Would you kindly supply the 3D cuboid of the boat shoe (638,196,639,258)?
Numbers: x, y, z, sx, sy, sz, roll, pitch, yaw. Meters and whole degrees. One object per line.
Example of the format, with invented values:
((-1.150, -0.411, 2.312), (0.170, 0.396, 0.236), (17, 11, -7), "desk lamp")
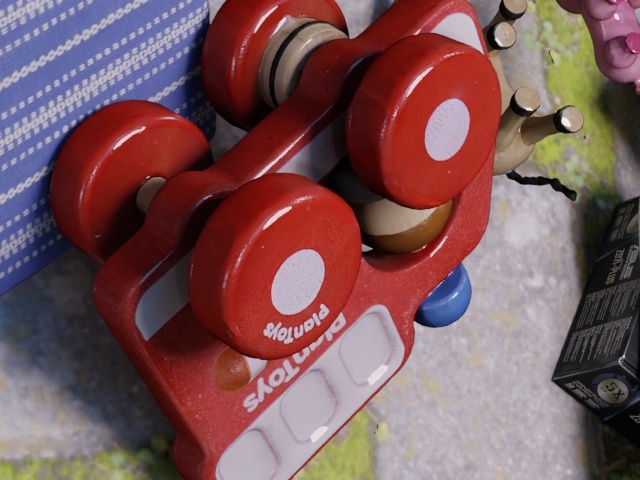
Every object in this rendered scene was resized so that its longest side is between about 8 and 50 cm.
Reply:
((0.312, 0.093, 1.069), (0.127, 0.113, 0.340), (11, 71, -31), "boat shoe")

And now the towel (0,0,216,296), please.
((-0.160, -0.129, 0.807), (0.243, 0.040, 0.336), (-38, 144, -31), "towel")

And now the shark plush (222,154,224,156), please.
((-0.038, -0.025, 0.996), (0.161, 0.073, 0.067), (3, 106, -40), "shark plush")

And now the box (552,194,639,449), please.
((0.284, 0.070, 1.177), (0.147, 0.077, 0.180), (38, 58, -19), "box")

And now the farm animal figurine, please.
((0.112, -0.233, 1.102), (0.327, 0.172, 0.330), (36, 67, -10), "farm animal figurine")

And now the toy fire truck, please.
((0.000, 0.000, 0.910), (0.302, 0.169, 0.254), (-44, 137, -21), "toy fire truck")
